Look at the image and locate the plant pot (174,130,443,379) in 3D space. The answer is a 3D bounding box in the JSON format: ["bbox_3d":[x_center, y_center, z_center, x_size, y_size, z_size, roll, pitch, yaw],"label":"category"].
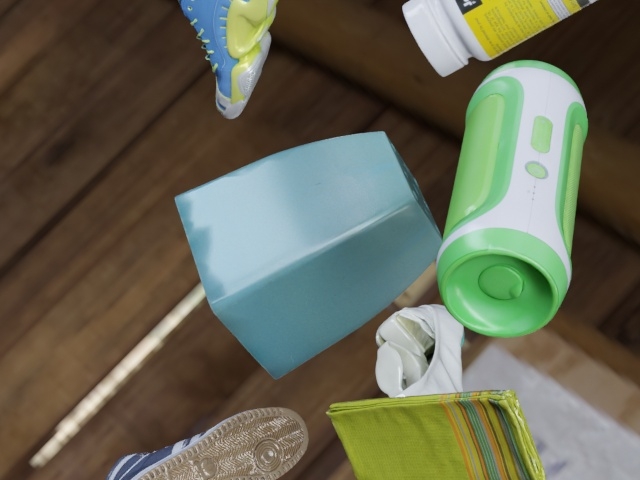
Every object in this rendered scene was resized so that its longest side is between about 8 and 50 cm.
[{"bbox_3d":[0.000,0.000,1.756,0.165,0.234,0.165,54,12,-51],"label":"plant pot"}]

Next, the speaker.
[{"bbox_3d":[0.186,-0.045,1.575,0.131,0.296,0.131,7,-48,8],"label":"speaker"}]

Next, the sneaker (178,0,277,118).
[{"bbox_3d":[-0.122,-0.268,2.037,0.126,0.240,0.091,18,33,0],"label":"sneaker"}]

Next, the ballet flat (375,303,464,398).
[{"bbox_3d":[0.144,0.177,2.476,0.139,0.139,0.400,48,17,-17],"label":"ballet flat"}]

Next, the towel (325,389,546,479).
[{"bbox_3d":[0.110,0.200,1.618,0.237,0.021,0.102,-9,-73,44],"label":"towel"}]

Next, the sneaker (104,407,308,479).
[{"bbox_3d":[-0.162,0.298,2.184,0.153,0.282,0.099,-15,-83,61],"label":"sneaker"}]

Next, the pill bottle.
[{"bbox_3d":[0.209,-0.283,1.918,0.119,0.208,0.119,55,15,-23],"label":"pill bottle"}]
